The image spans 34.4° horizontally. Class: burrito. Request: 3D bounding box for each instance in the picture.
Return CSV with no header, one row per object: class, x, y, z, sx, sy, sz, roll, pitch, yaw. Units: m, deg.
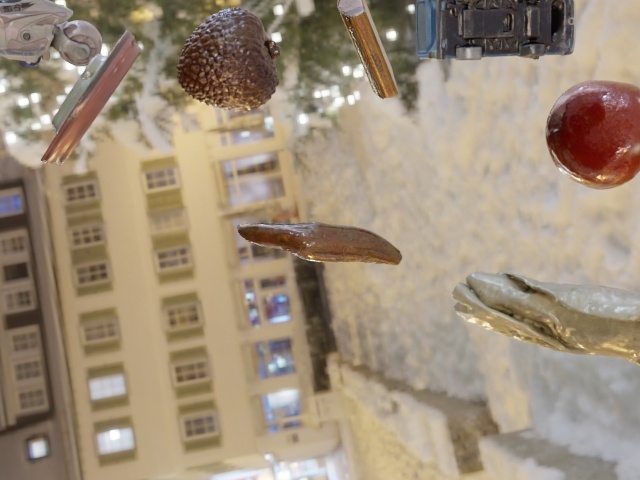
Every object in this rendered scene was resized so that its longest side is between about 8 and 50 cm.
burrito,0.331,0.095,1.131,0.117,0.392,0.076,48,-124,-57

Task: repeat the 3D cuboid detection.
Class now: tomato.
tomato,0.493,-0.201,1.903,0.233,0.139,0.201,-163,84,-68

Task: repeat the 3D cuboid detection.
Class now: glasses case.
glasses case,0.071,-0.292,1.557,0.170,0.041,0.065,62,-166,-47

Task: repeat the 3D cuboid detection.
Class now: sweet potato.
sweet potato,-0.004,0.001,1.534,0.078,0.255,0.058,-59,-24,-83

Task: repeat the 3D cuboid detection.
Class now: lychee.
lychee,-0.159,-0.320,1.876,0.194,0.194,0.195,169,90,-88

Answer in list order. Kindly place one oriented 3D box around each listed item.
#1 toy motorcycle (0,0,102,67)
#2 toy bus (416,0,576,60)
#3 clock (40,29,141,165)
toy motorcycle,-0.468,-0.337,1.628,0.112,0.254,0.113,-174,90,-68
toy bus,0.277,-0.345,1.650,0.133,0.233,0.116,-155,62,-71
clock,-0.360,-0.221,1.599,0.056,0.244,0.244,35,-168,-15
